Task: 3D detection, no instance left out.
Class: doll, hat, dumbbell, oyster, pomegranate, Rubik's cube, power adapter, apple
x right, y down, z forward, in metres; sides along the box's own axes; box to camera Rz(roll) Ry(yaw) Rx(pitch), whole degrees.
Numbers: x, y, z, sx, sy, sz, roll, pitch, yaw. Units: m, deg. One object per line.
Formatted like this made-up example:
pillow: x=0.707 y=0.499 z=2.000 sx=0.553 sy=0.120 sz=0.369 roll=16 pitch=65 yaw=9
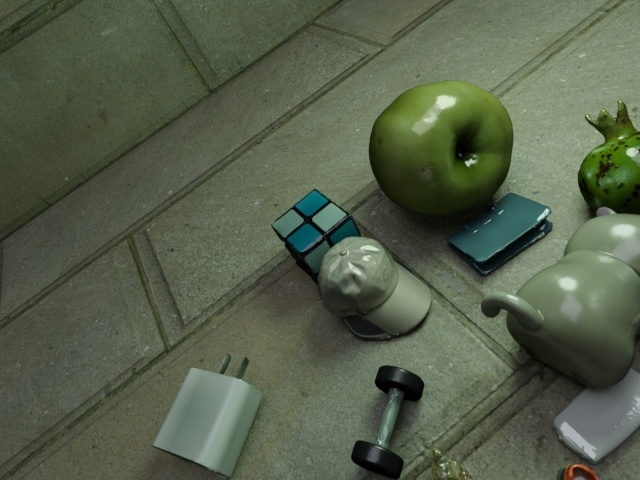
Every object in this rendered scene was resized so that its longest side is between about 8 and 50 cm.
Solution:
doll: x=0.509 y=0.103 z=0.811 sx=0.370 sy=0.226 sz=0.215 roll=-32 pitch=13 yaw=-14
hat: x=0.126 y=0.105 z=1.030 sx=0.274 sy=0.161 sz=0.232 roll=30 pitch=70 yaw=8
dumbbell: x=0.135 y=0.355 z=0.862 sx=0.100 sy=0.100 sz=0.191 roll=6 pitch=56 yaw=32
oyster: x=0.247 y=0.457 z=0.765 sx=0.121 sy=0.045 sz=0.146 roll=10 pitch=57 yaw=17
pomegranate: x=0.664 y=-0.168 z=0.939 sx=0.210 sy=0.263 sz=0.211 roll=-20 pitch=4 yaw=1
Rubik's cube: x=0.000 y=-0.001 z=1.184 sx=0.167 sy=0.180 sz=0.183 roll=-40 pitch=43 yaw=-10
power adapter: x=-0.246 y=0.388 z=1.019 sx=0.186 sy=0.124 sz=0.255 roll=3 pitch=55 yaw=29
apple: x=0.292 y=-0.231 z=1.119 sx=0.356 sy=0.357 sz=0.358 roll=-15 pitch=47 yaw=16

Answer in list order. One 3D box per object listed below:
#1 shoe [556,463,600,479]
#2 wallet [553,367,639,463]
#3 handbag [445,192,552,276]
shoe: x=0.429 y=0.431 z=0.654 sx=0.074 sy=0.077 sz=0.195 roll=-26 pitch=44 yaw=5
wallet: x=0.499 y=0.299 z=0.764 sx=0.190 sy=0.033 sz=0.095 roll=-37 pitch=43 yaw=-6
handbag: x=0.434 y=-0.025 z=1.066 sx=0.221 sy=0.057 sz=0.144 roll=-35 pitch=40 yaw=-3
